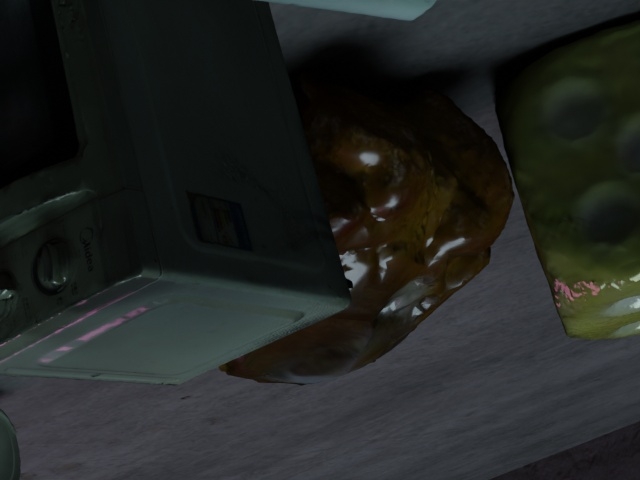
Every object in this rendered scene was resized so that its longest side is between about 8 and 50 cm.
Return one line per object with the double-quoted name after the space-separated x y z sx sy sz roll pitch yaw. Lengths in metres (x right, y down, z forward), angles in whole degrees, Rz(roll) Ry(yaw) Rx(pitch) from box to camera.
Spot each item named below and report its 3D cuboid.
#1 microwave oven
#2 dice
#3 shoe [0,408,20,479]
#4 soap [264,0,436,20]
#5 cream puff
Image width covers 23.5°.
-0.098 -0.047 0.697 0.129 0.205 0.163 -25 158 29 "microwave oven"
0.218 -0.039 1.016 0.169 0.169 0.166 -18 161 9 "dice"
-0.423 0.191 1.286 0.160 0.132 0.363 -18 166 25 "shoe"
-0.059 -0.164 0.431 0.289 0.173 0.095 1 156 -41 "soap"
0.000 0.000 0.990 0.241 0.155 0.269 -1 155 -38 "cream puff"
